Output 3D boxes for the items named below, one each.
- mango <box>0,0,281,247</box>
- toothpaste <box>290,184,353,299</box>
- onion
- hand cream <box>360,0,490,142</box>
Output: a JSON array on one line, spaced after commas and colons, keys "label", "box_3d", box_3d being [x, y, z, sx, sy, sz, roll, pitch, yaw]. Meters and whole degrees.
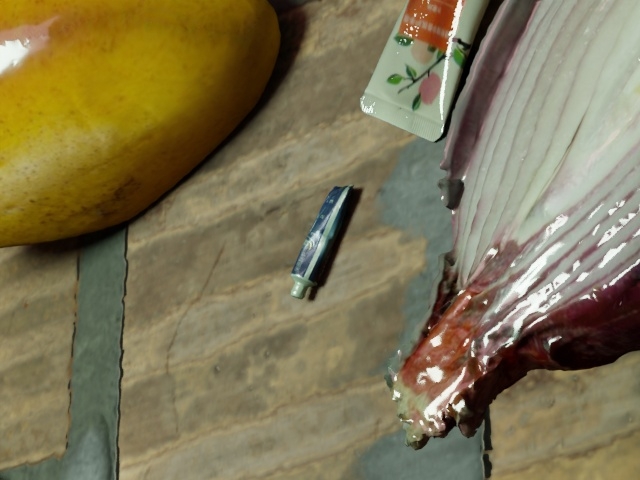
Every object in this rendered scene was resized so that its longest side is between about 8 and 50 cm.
[{"label": "mango", "box_3d": [-0.190, -0.106, 1.391, 0.350, 0.199, 0.201, -18, 88, 25]}, {"label": "toothpaste", "box_3d": [0.000, 0.000, 1.256, 0.027, 0.019, 0.083, 4, 70, 64]}, {"label": "onion", "box_3d": [0.179, -0.024, 0.979, 0.348, 0.159, 0.267, -56, 31, 8]}, {"label": "hand cream", "box_3d": [0.095, -0.182, 1.232, 0.080, 0.050, 0.234, 28, 98, 45]}]
